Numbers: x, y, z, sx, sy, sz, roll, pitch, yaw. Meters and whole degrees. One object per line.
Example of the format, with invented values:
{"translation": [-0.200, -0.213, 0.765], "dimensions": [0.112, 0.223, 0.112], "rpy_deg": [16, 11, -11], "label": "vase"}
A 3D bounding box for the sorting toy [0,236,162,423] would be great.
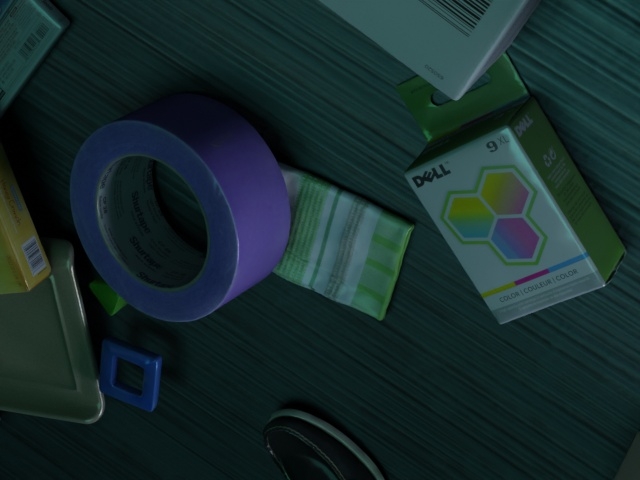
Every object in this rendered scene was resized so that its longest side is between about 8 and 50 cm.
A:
{"translation": [-0.303, 0.079, 1.671], "dimensions": [0.348, 0.047, 0.196], "rpy_deg": [6, 116, 26], "label": "sorting toy"}

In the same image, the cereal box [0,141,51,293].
{"translation": [-0.391, -0.025, 1.604], "dimensions": [0.240, 0.047, 0.173], "rpy_deg": [-7, 114, 30], "label": "cereal box"}

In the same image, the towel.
{"translation": [0.000, 0.000, 1.469], "dimensions": [0.152, 0.023, 0.113], "rpy_deg": [25, 128, 14], "label": "towel"}

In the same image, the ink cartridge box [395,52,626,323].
{"translation": [0.143, -0.045, 1.338], "dimensions": [0.109, 0.062, 0.209], "rpy_deg": [-24, 104, 37], "label": "ink cartridge box"}

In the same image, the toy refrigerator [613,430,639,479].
{"translation": [0.267, 0.306, 1.455], "dimensions": [0.094, 0.102, 0.269], "rpy_deg": [21, 126, 17], "label": "toy refrigerator"}

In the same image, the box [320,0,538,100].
{"translation": [0.092, -0.237, 1.215], "dimensions": [0.182, 0.119, 0.181], "rpy_deg": [37, 129, 5], "label": "box"}

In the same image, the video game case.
{"translation": [-0.318, -0.200, 1.528], "dimensions": [0.143, 0.019, 0.157], "rpy_deg": [45, 130, -1], "label": "video game case"}

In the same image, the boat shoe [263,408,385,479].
{"translation": [0.023, 0.261, 1.579], "dimensions": [0.084, 0.079, 0.233], "rpy_deg": [-30, 99, 39], "label": "boat shoe"}

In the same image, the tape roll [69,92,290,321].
{"translation": [-0.125, -0.029, 1.465], "dimensions": [0.189, 0.080, 0.189], "rpy_deg": [17, 122, 30], "label": "tape roll"}
